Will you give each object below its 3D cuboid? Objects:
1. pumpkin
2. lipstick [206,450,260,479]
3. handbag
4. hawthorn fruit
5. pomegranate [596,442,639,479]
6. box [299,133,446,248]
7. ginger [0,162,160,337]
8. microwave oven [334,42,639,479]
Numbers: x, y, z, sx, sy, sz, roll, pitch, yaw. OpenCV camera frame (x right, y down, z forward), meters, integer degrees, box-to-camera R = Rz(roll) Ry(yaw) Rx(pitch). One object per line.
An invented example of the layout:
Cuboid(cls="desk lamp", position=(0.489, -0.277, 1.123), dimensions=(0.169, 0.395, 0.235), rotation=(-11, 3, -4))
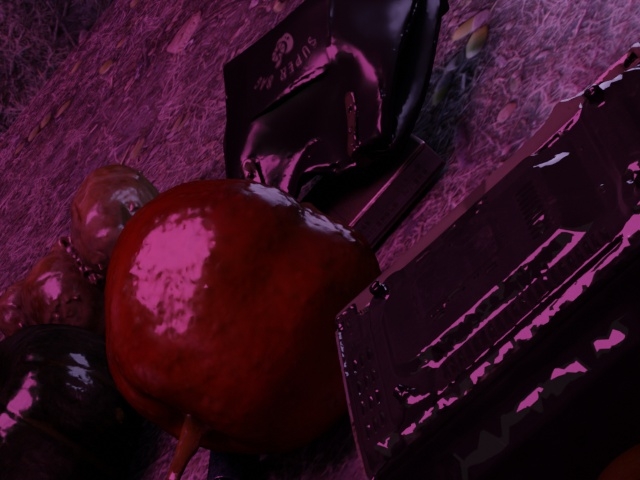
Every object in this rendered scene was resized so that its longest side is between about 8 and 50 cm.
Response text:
Cuboid(cls="pumpkin", position=(-0.352, 0.232, 2.138), dimensions=(0.300, 0.207, 0.300), rotation=(-40, 24, 22))
Cuboid(cls="lipstick", position=(-0.096, 0.300, 1.786), dimensions=(0.053, 0.053, 0.234), rotation=(-35, 32, 31))
Cuboid(cls="handbag", position=(-0.001, -0.157, 2.094), dimensions=(0.342, 0.152, 0.288), rotation=(-34, 36, 33))
Cuboid(cls="hawthorn fruit", position=(-0.093, 0.102, 1.780), dimensions=(0.287, 0.287, 0.330), rotation=(-21, 41, 49))
Cuboid(cls="pomegranate", position=(0.253, 0.224, 1.131), dimensions=(0.180, 0.180, 0.209), rotation=(-15, 79, 54))
Cuboid(cls="box", position=(-0.001, 0.000, 2.063), dimensions=(0.325, 0.047, 0.180), rotation=(-49, 21, 2))
Cuboid(cls="ginger", position=(-0.330, 0.038, 2.467), dimensions=(0.304, 0.155, 0.244), rotation=(-48, 24, 1))
Cuboid(cls="microwave oven", position=(0.201, 0.057, 1.387), dimensions=(0.355, 0.218, 0.286), rotation=(-42, 23, 17))
